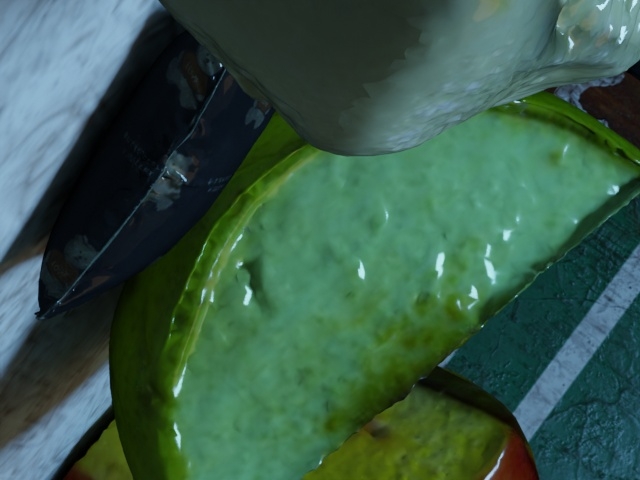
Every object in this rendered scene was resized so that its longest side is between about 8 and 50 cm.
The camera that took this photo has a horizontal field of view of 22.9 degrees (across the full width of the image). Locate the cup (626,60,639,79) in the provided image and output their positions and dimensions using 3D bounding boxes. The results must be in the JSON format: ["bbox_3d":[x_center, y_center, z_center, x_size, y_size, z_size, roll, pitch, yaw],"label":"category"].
[{"bbox_3d":[0.329,-0.225,1.209,0.242,0.292,0.308,-50,173,-20],"label":"cup"}]

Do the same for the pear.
[{"bbox_3d":[-0.005,-0.001,0.806,0.288,0.139,0.239,-40,-172,-3],"label":"pear"}]

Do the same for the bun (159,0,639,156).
[{"bbox_3d":[0.030,-0.128,0.423,0.229,0.145,0.229,-25,120,-56],"label":"bun"}]

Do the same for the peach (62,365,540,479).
[{"bbox_3d":[-0.024,0.213,1.082,0.242,0.306,0.380,-57,-179,-34],"label":"peach"}]

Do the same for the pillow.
[{"bbox_3d":[-0.058,-0.037,0.623,0.150,0.048,0.090,-51,166,20],"label":"pillow"}]
